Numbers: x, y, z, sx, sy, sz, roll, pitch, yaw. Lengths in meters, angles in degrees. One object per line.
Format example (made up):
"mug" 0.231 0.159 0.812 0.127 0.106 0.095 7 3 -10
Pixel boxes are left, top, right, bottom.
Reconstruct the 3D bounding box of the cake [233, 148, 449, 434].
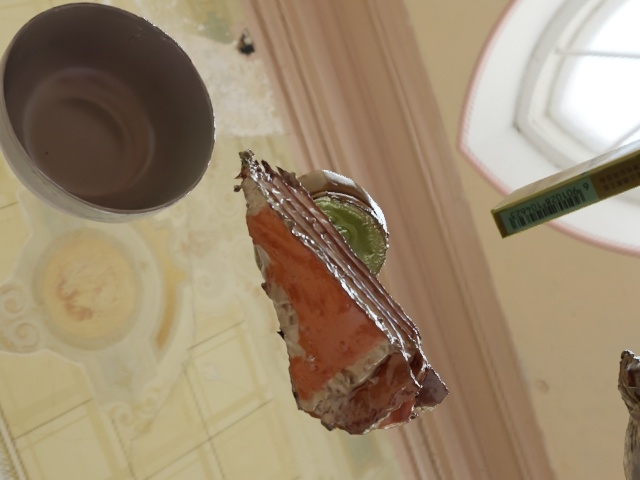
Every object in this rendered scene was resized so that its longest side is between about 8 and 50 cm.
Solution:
"cake" -0.007 0.049 0.783 0.098 0.135 0.287 -20 -102 -54

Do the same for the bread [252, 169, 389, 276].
"bread" 0.000 0.000 1.417 0.236 0.236 0.070 44 -157 -29

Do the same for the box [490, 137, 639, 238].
"box" 0.322 -0.080 0.898 0.041 0.279 0.153 66 -156 -1

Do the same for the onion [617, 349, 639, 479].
"onion" 0.268 0.140 0.547 0.218 0.195 0.140 26 -116 -26

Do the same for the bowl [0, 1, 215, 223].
"bowl" -0.293 -0.149 1.121 0.287 0.143 0.287 13 -113 -33
